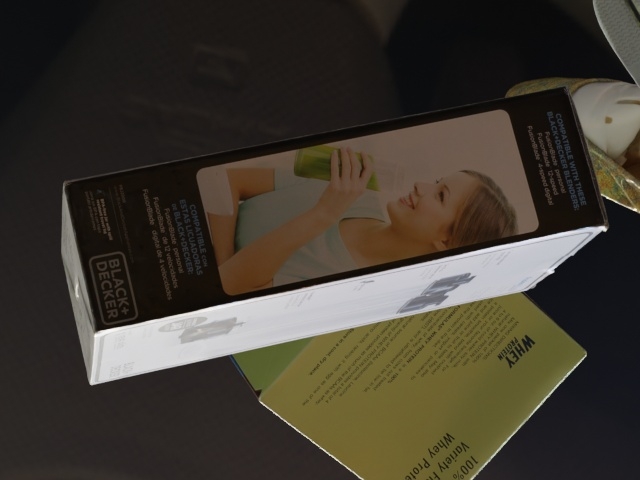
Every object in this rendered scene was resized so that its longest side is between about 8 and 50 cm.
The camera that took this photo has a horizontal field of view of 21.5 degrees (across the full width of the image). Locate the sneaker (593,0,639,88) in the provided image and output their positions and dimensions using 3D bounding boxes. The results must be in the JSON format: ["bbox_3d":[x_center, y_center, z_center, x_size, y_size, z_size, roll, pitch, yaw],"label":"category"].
[{"bbox_3d":[0.305,-0.109,1.317,0.094,0.091,0.258,-21,95,40],"label":"sneaker"}]

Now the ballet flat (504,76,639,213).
[{"bbox_3d":[0.320,-0.073,1.549,0.348,0.123,0.123,42,154,24],"label":"ballet flat"}]

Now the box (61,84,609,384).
[{"bbox_3d":[0.000,0.000,0.980,0.290,0.087,0.169,-11,168,-10],"label":"box"}]

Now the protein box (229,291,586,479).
[{"bbox_3d":[0.064,0.083,1.381,0.201,0.136,0.200,40,94,-27],"label":"protein box"}]
